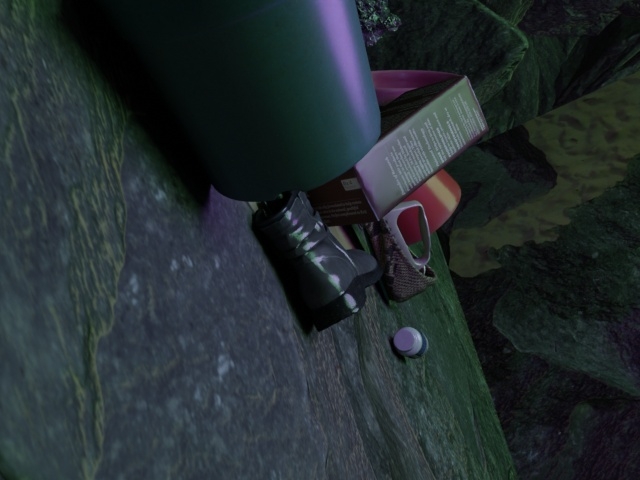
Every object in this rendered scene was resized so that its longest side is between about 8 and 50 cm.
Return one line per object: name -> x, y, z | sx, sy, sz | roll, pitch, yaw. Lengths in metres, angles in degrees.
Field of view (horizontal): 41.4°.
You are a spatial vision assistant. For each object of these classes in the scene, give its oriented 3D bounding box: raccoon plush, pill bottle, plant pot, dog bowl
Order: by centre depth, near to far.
plant pot -> -0.087, -0.252, 1.087 | 0.341, 0.341, 0.334 | -95, 166, -57
pill bottle -> 0.204, 0.234, 1.938 | 0.067, 0.067, 0.120 | 70, 12, 18
dog bowl -> 0.193, -0.324, 2.072 | 0.408, 0.408, 0.150 | -77, 166, -71
plant pot -> 0.201, -0.155, 2.280 | 0.243, 0.275, 0.275 | 49, 18, -24
raccoon plush -> 0.053, -0.637, 2.398 | 0.216, 0.299, 0.446 | 67, 12, 2

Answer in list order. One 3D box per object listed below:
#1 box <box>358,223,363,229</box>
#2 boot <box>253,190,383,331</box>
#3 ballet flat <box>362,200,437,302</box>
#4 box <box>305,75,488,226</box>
box -> 0.108, -0.142, 2.134 | 0.207, 0.114, 0.036 | 62, 13, -18
boot -> 0.000, 0.000, 1.423 | 0.222, 0.118, 0.338 | 59, 8, -5
ballet flat -> 0.145, -0.064, 1.982 | 0.482, 0.182, 0.164 | 59, 12, -28
box -> 0.148, -0.181, 1.711 | 0.381, 0.191, 0.143 | -36, 109, -33
